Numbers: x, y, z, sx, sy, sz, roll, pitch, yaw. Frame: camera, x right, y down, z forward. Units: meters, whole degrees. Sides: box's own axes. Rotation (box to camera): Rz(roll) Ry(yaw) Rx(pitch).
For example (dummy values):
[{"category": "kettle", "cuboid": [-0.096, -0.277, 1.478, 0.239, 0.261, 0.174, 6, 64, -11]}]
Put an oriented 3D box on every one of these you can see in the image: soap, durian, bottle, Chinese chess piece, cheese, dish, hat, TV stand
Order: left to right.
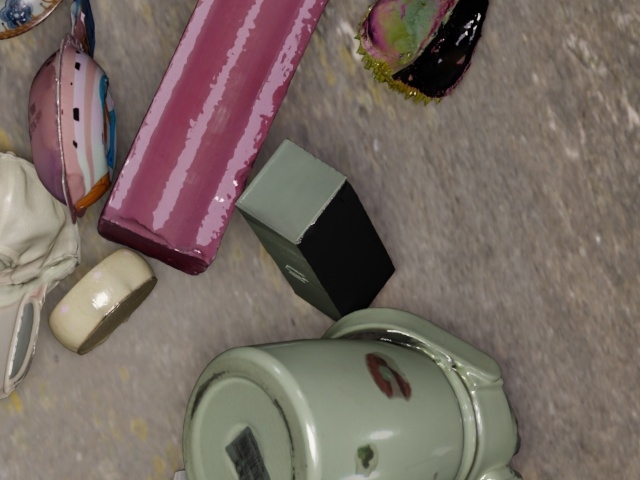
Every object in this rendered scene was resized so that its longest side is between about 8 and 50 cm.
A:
[{"category": "hat", "cuboid": [-0.351, 0.041, 1.757, 0.219, 0.164, 0.226, 17, 124, 4]}, {"category": "dish", "cuboid": [-0.325, -0.281, 1.730, 0.141, 0.141, 0.078, -38, 61, -10]}, {"category": "cheese", "cuboid": [-0.243, -0.142, 1.709, 0.074, 0.189, 0.286, -2, 49, 0]}, {"category": "Chinese chess piece", "cuboid": [-0.223, 0.062, 1.757, 0.122, 0.122, 0.051, -44, 84, -10]}, {"category": "soap", "cuboid": [-0.097, -0.150, 1.737, 0.128, 0.233, 0.359, 24, 83, -7]}, {"category": "TV stand", "cuboid": [0.000, 0.000, 1.724, 0.083, 0.269, 0.088, 35, 81, 22]}, {"category": "bottle", "cuboid": [0.052, 0.185, 1.737, 0.352, 0.229, 0.229, -6, 88, -41]}, {"category": "durian", "cuboid": [0.103, -0.223, 1.862, 0.108, 0.119, 0.186, 24, 67, 29]}]

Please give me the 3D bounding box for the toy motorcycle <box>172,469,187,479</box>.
[{"category": "toy motorcycle", "cuboid": [-0.117, 0.289, 1.772, 0.254, 0.112, 0.112, -6, 88, -12]}]
